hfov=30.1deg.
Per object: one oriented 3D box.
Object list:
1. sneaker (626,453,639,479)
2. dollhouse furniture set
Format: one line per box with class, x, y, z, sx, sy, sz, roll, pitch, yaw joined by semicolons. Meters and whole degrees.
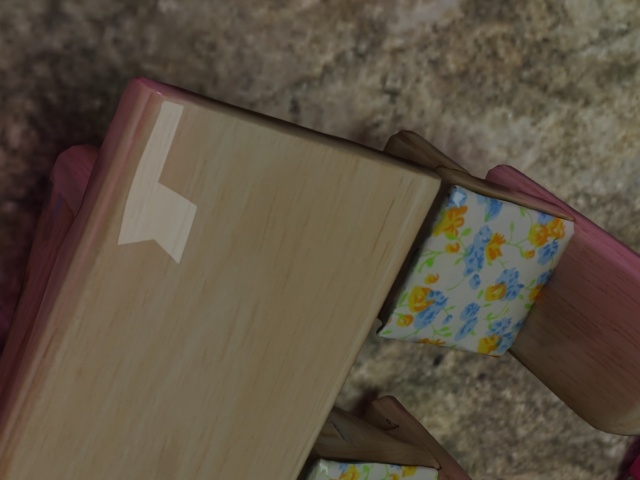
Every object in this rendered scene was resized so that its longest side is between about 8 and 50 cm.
sneaker;0.259;0.092;0.691;0.111;0.103;0.252;1;114;-37
dollhouse furniture set;0.000;0.000;0.354;0.362;0.256;0.394;14;109;-35
